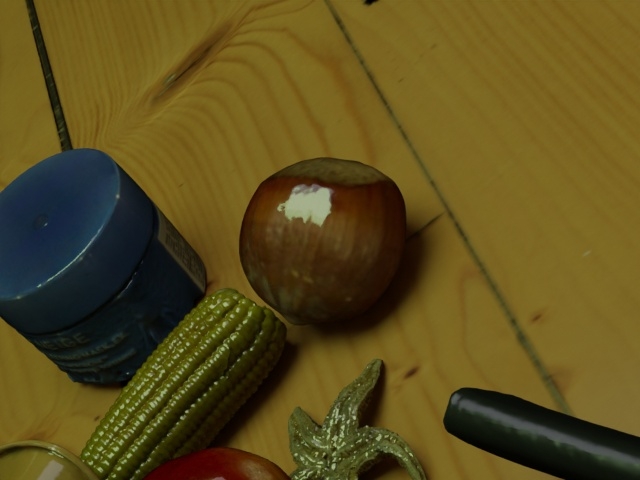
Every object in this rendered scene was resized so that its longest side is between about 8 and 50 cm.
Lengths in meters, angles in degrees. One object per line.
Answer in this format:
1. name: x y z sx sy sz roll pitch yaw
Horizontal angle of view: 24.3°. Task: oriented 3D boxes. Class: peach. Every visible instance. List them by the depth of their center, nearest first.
1. peach: -0.101 0.321 1.555 0.226 0.190 0.196 7 59 43

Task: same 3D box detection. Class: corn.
1. corn: -0.180 0.209 1.777 0.344 0.131 0.131 -51 39 -7

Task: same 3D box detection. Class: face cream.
1. face cream: -0.303 0.039 1.958 0.249 0.225 0.249 -22 43 22

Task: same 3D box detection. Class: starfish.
1. starfish: 0.015 0.248 1.639 0.236 0.062 0.277 -21 48 35

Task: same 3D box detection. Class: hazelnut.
1. hazelnut: 0.000 0.000 1.763 0.214 0.176 0.214 -23 55 39

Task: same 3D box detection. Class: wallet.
1. wallet: 0.318 0.207 1.257 0.406 0.228 0.062 11 81 46

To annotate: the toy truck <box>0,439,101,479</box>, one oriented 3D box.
1. toy truck: -0.314 0.389 1.640 0.204 0.288 0.211 -16 22 35
